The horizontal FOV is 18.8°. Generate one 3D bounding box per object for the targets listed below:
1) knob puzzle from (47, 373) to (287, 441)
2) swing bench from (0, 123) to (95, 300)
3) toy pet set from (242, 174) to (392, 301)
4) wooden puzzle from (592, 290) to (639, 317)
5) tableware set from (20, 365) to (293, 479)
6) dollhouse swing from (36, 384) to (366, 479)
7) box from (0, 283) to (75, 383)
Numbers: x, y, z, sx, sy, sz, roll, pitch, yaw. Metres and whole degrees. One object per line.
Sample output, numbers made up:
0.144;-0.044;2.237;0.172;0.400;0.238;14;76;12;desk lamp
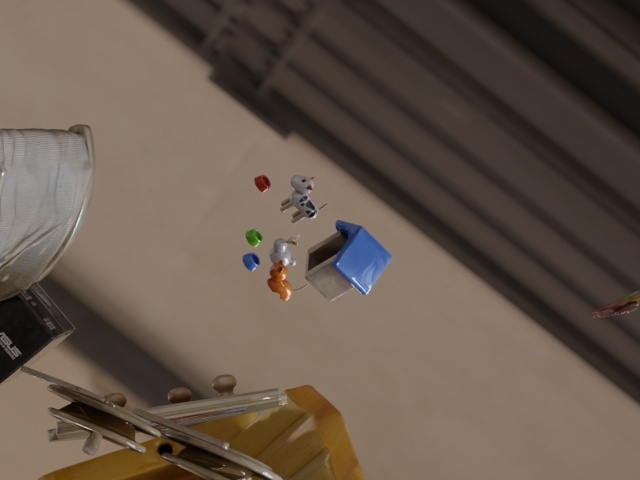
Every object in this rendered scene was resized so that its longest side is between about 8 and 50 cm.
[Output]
-0.123;0.132;1.542;0.213;0.030;0.213;-10;173;-1;knob puzzle
-0.329;-0.020;1.486;0.253;0.254;0.165;-11;107;-78;swing bench
0.000;0.000;1.619;0.065;0.114;0.122;-31;-149;26;toy pet set
0.286;0.058;1.808;0.049;0.006;0.083;-25;-176;-24;wooden puzzle
-0.113;0.145;1.329;0.128;0.194;0.039;37;73;-54;tableware set
-0.109;0.335;1.739;0.315;0.347;0.305;-16;164;-12;dollhouse swing
-0.301;0.050;1.726;0.077;0.147;0.180;-39;180;-1;box
